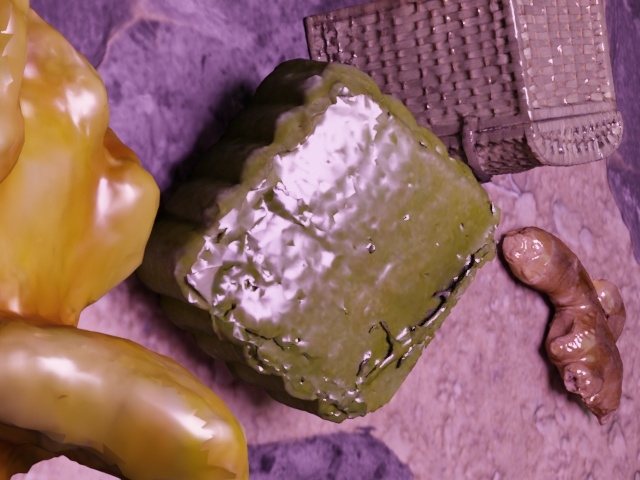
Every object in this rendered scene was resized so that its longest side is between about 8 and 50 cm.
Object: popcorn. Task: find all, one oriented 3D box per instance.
[{"bbox_3d":[-0.212,0.007,0.584,0.326,0.321,0.290,-41,117,-64],"label":"popcorn"}]

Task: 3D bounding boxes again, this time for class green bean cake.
[{"bbox_3d":[0.000,0.000,0.947,0.200,0.113,0.214,41,77,-30],"label":"green bean cake"}]

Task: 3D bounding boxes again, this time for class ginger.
[{"bbox_3d":[0.233,0.073,1.288,0.214,0.059,0.133,43,51,-40],"label":"ginger"}]

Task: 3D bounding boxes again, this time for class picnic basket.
[{"bbox_3d":[0.111,-0.116,1.064,0.134,0.196,0.154,-11,95,-50],"label":"picnic basket"}]
